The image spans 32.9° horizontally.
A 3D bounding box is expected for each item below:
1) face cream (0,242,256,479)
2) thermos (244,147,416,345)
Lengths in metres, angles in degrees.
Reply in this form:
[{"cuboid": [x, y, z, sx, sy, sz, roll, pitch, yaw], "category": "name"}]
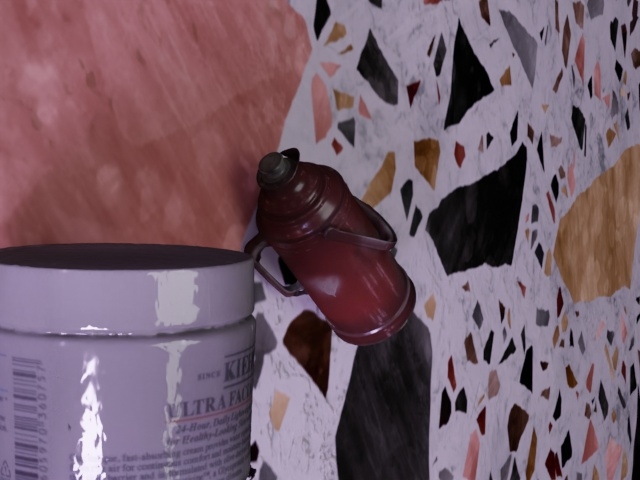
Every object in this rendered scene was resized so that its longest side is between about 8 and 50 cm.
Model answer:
[{"cuboid": [-0.130, 0.083, 0.701, 0.177, 0.177, 0.153, -9, 100, -59], "category": "face cream"}, {"cuboid": [0.001, 0.002, 1.002, 0.124, 0.099, 0.232, -40, 135, -2], "category": "thermos"}]
